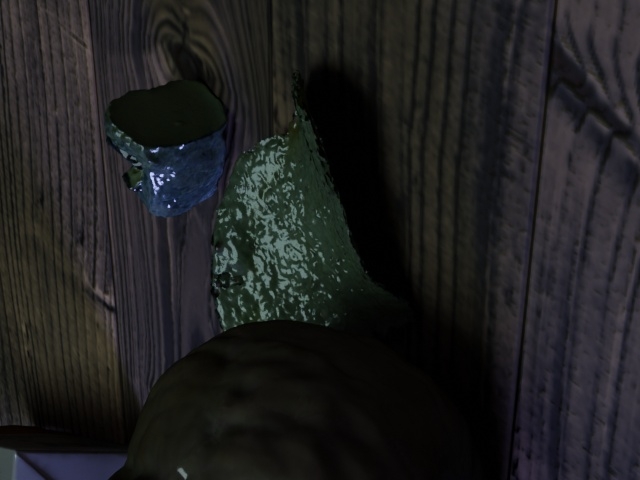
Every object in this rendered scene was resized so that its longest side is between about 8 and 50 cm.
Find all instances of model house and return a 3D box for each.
[{"bbox_3d":[-0.109,-0.060,1.142,0.066,0.078,0.083,51,149,31],"label":"model house"}]

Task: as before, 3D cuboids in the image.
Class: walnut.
[{"bbox_3d":[-0.018,0.172,0.991,0.248,0.248,0.248,39,141,41],"label":"walnut"}]

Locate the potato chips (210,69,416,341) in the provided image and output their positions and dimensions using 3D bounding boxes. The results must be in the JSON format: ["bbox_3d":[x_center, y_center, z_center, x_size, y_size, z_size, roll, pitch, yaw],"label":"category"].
[{"bbox_3d":[-0.006,0.001,1.037,0.167,0.059,0.228,49,142,19],"label":"potato chips"}]

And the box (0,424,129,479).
[{"bbox_3d":[-0.289,0.296,1.565,0.341,0.143,0.225,-5,80,61],"label":"box"}]
